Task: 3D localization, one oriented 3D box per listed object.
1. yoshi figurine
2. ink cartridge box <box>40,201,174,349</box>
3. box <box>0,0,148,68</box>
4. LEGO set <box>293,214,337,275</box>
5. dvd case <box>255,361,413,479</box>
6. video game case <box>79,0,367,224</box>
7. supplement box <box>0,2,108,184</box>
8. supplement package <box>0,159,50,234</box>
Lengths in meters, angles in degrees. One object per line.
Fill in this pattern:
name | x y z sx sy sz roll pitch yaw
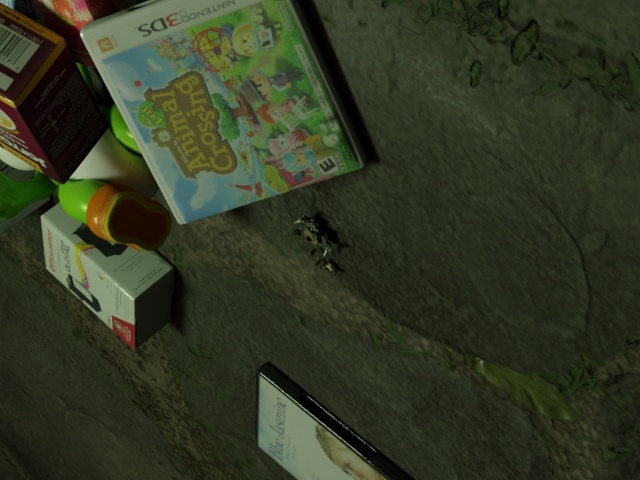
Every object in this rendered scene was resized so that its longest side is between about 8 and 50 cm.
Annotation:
yoshi figurine | -0.302 -0.132 1.567 0.362 0.204 0.203 27 128 40
ink cartridge box | -0.272 0.036 1.820 0.175 0.072 0.127 39 150 19
box | -0.251 -0.263 1.384 0.257 0.123 0.128 20 140 43
LEGO set | -0.001 0.000 1.451 0.054 0.023 0.083 39 163 24
dvd case | 0.016 0.274 1.743 0.253 0.022 0.180 37 149 24
video game case | -0.085 -0.130 1.286 0.193 0.023 0.212 -17 118 17
supplement box | -0.287 -0.143 1.379 0.104 0.080 0.188 30 164 16
supplement package | -0.497 -0.119 1.878 0.194 0.149 0.203 23 141 41
